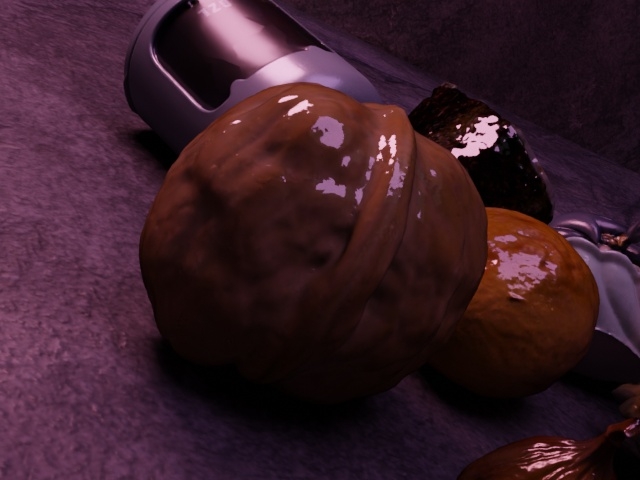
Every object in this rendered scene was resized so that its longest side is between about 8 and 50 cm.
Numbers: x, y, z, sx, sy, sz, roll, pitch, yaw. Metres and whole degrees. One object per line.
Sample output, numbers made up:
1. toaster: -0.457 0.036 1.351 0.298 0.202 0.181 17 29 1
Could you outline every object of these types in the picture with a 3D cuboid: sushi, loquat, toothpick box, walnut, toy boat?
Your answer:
1. sushi: 0.190 -0.073 1.274 0.234 0.208 0.348 58 0 -15
2. loquat: 0.194 0.065 1.007 0.238 0.193 0.238 23 14 -6
3. toothpick box: -0.065 -0.146 1.152 0.263 0.263 0.354 6 30 -46
4. walnut: 0.000 0.000 0.815 0.296 0.285 0.285 27 19 -21
5. toy boat: 0.341 0.103 1.178 0.290 0.199 0.100 27 56 -16

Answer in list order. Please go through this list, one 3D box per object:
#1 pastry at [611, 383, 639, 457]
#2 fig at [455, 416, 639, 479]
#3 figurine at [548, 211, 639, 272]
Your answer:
1. pastry: 0.473 0.193 0.949 0.330 0.330 0.136 -21 92 -64
2. fig: 0.184 0.186 0.696 0.146 0.201 0.134 31 28 26
3. figurine: 0.432 0.061 1.351 0.265 0.175 0.197 41 -4 26
